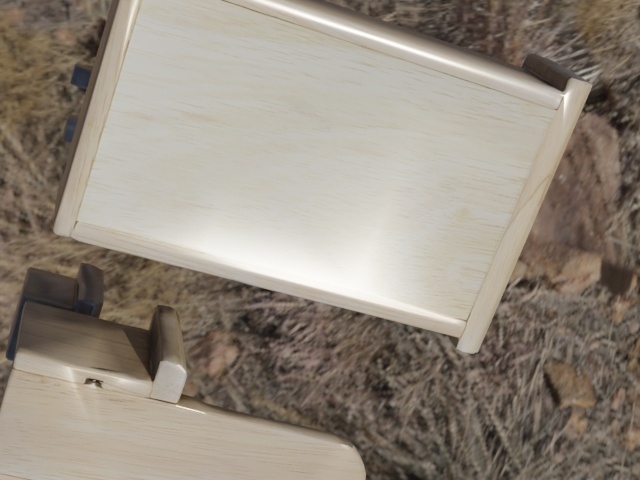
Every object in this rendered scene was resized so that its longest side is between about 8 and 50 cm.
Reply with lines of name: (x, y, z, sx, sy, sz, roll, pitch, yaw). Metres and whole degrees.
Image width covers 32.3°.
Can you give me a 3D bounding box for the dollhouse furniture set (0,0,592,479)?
dollhouse furniture set: (-0.034, -0.075, 0.557, 0.174, 0.355, 0.303, 16, 107, -16)
